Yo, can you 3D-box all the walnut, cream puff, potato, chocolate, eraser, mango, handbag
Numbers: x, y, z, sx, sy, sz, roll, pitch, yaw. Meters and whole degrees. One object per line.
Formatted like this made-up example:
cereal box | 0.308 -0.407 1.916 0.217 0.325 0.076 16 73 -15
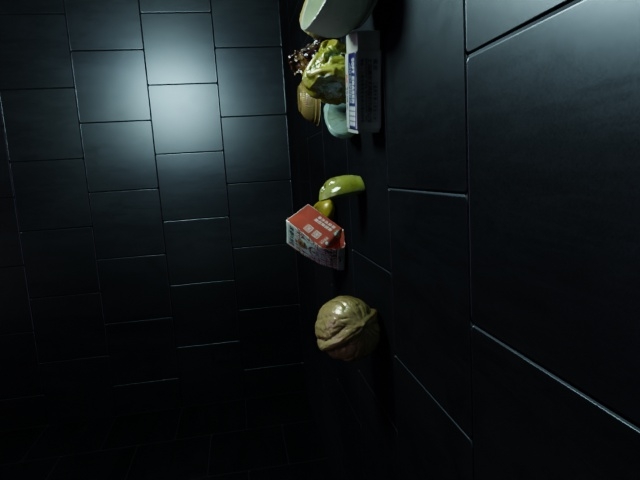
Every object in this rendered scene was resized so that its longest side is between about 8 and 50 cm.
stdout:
walnut | 0.092 0.290 1.632 0.261 0.225 0.224 146 119 -66
cream puff | 0.036 -0.571 1.656 0.221 0.195 0.194 118 146 -66
potato | 0.071 -0.190 1.698 0.120 0.149 0.081 157 103 -78
chocolate | -0.042 -0.726 2.026 0.224 0.177 0.206 94 168 -49
eraser | 0.123 -0.455 1.432 0.124 0.081 0.278 -124 30 -71
mango | 0.015 -0.125 2.236 0.195 0.098 0.137 115 153 -63
handbag | 0.000 0.000 2.125 0.298 0.151 0.171 36 148 24

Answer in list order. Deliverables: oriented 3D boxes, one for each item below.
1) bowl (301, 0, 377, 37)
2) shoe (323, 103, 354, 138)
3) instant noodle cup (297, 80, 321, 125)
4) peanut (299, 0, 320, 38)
bowl | 0.069 -0.665 1.325 0.277 0.145 0.277 -47 30 39
shoe | 0.065 -0.419 1.764 0.251 0.103 0.100 -97 9 -46
instant noodle cup | -0.062 -0.700 2.427 0.274 0.091 0.273 176 90 -81
peanut | -0.001 -0.842 1.837 0.325 0.140 0.153 -116 50 -79
